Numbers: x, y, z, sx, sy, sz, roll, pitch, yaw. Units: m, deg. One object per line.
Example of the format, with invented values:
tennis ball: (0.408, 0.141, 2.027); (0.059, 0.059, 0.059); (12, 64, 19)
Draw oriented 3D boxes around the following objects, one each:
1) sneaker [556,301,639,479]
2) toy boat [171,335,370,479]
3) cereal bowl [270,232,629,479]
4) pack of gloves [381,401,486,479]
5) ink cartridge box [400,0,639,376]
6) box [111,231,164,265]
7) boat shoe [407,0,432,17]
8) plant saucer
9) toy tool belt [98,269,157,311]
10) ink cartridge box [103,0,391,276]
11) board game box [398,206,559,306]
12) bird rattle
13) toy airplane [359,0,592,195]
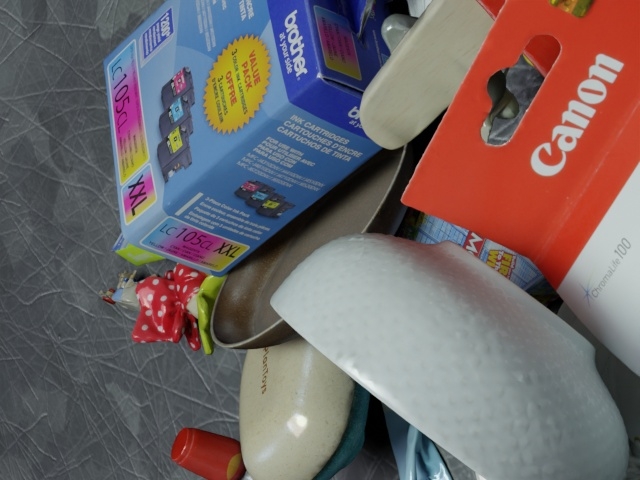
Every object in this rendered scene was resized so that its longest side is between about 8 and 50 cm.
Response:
sneaker: (0.278, 0.203, 1.546); (0.169, 0.108, 0.293); (17, 103, 51)
toy boat: (-0.034, 0.194, 1.885); (0.318, 0.148, 0.267); (-45, 30, 42)
cereal bowl: (0.129, 0.101, 1.434); (0.339, 0.339, 0.141); (37, 91, 42)
pack of gloves: (0.121, 0.182, 1.776); (0.195, 0.046, 0.232); (-30, 69, 47)
ink cartridge box: (0.285, -0.036, 1.343); (0.385, 0.091, 0.308); (25, 128, -2)
box: (-0.198, -0.025, 2.073); (0.109, 0.042, 0.178); (-59, 14, -13)
boat shoe: (0.118, -0.246, 1.748); (0.063, 0.066, 0.184); (-36, 65, 56)
plant saucer: (0.000, 0.000, 1.793); (0.310, 0.050, 0.310); (-43, 19, 19)
toy tool belt: (-0.248, 0.063, 2.210); (0.083, 0.052, 0.051); (9, 67, 46)
ink cartridge box: (-0.055, -0.183, 1.819); (0.395, 0.151, 0.270); (-36, 49, 33)
board game box: (0.158, 0.043, 1.701); (0.194, 0.060, 0.194); (32, 107, 43)
bird rattle: (-0.121, 0.042, 2.032); (0.253, 0.143, 0.207); (11, 89, 62)
toy airplane: (0.206, -0.242, 1.483); (0.386, 0.272, 0.384); (6, 119, 24)
